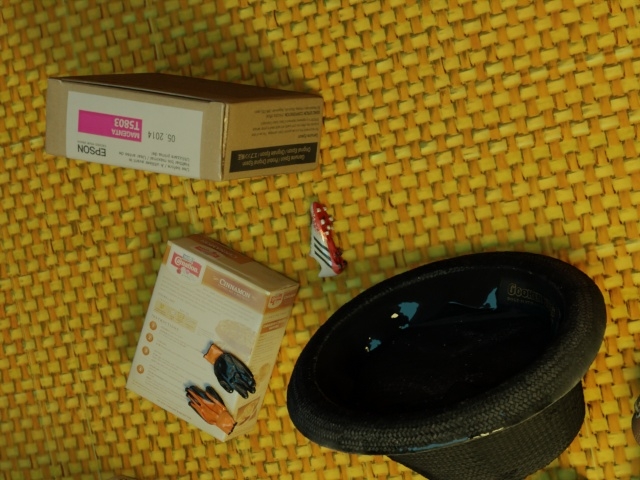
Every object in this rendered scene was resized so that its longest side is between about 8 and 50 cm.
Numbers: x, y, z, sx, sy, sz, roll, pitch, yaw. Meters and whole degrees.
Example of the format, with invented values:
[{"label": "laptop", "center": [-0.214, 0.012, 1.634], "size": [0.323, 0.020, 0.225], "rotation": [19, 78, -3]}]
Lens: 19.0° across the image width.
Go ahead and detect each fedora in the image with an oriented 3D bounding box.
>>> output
[{"label": "fedora", "center": [0.139, 0.152, 1.891], "size": [0.334, 0.334, 0.152], "rotation": [-7, 124, 32]}]

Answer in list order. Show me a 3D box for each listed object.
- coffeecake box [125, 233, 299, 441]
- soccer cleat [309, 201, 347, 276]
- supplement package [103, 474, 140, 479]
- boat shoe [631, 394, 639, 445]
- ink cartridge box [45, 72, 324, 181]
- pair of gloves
[{"label": "coffeecake box", "center": [-0.121, 0.106, 2.123], "size": [0.142, 0.068, 0.185], "rotation": [26, 110, 25]}, {"label": "soccer cleat", "center": [0.000, 0.000, 2.058], "size": [0.035, 0.029, 0.083], "rotation": [-20, 91, 28]}, {"label": "supplement package", "center": [-0.231, 0.401, 2.118], "size": [0.199, 0.263, 0.198], "rotation": [11, 102, 31]}, {"label": "boat shoe", "center": [0.345, 0.173, 1.820], "size": [0.104, 0.111, 0.307], "rotation": [6, 100, 30]}, {"label": "ink cartridge box", "center": [-0.144, -0.124, 2.032], "size": [0.235, 0.193, 0.088], "rotation": [11, 102, 31]}, {"label": "pair of gloves", "center": [-0.108, 0.162, 2.078], "size": [0.074, 0.010, 0.083], "rotation": [38, 111, 20]}]
